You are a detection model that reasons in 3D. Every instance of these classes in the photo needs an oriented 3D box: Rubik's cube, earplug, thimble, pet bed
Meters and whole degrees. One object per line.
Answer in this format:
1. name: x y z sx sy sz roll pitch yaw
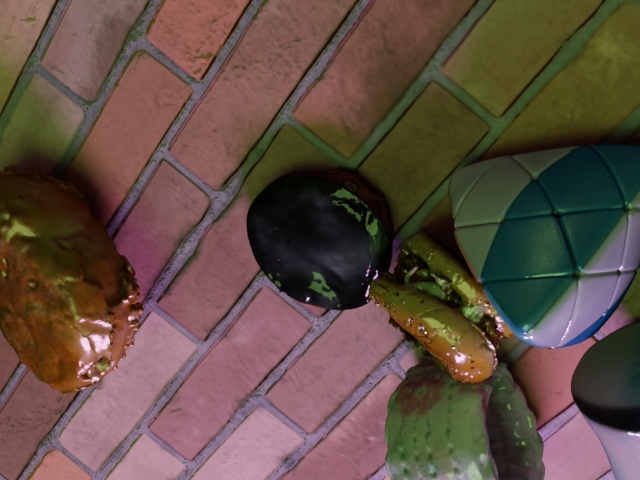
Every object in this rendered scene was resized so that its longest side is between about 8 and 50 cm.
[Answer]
1. Rubik's cube: 0.251 -0.033 1.297 0.254 0.254 0.254 13 126 19
2. earplug: 0.416 0.267 1.387 0.185 0.185 0.324 -5 124 30
3. thimble: 0.174 0.248 1.489 0.149 0.185 0.211 -15 80 32
4. pet bed: 0.000 0.000 1.488 0.201 0.053 0.201 13 125 19

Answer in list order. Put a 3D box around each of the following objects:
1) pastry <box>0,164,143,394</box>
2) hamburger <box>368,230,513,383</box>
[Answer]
1. pastry: -0.358 0.045 1.629 0.311 0.162 0.255 52 140 1
2. hamburger: 0.135 0.078 1.394 0.177 0.113 0.185 46 -176 38
